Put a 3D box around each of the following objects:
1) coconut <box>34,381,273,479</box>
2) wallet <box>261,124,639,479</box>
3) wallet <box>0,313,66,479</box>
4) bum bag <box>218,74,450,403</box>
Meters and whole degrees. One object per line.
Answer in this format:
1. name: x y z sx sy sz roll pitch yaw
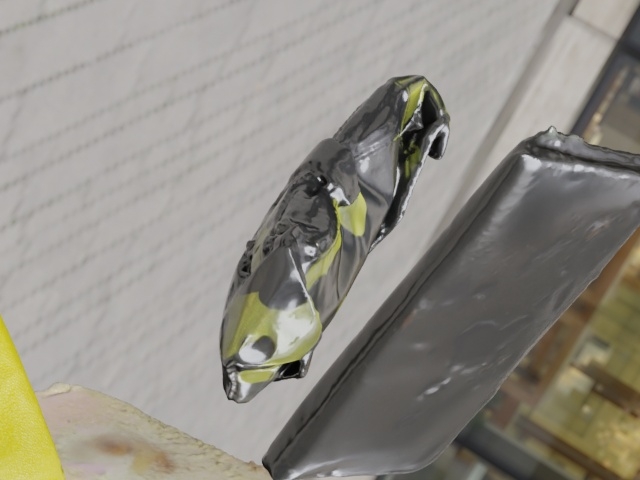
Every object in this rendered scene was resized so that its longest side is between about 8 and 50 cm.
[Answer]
1. coconut: -0.222 0.361 1.528 0.405 0.404 0.404 -55 169 -17
2. wallet: 0.116 0.063 1.280 0.197 0.051 0.377 3 134 -44
3. wallet: -0.294 0.100 1.234 0.067 0.241 0.141 -27 169 25
4. bum bag: 0.000 0.000 0.785 0.232 0.060 0.107 -53 168 -54
